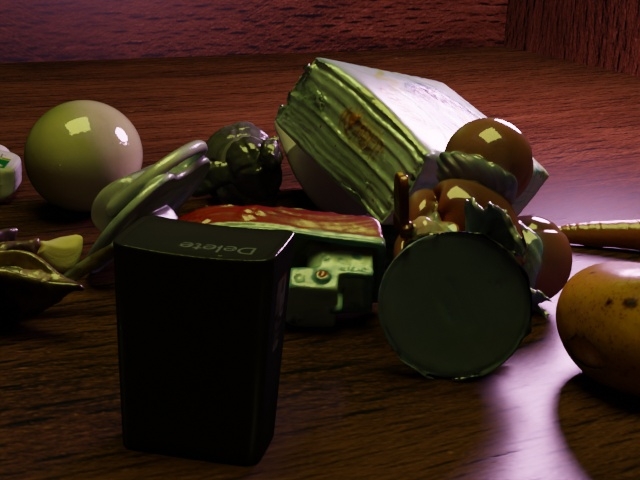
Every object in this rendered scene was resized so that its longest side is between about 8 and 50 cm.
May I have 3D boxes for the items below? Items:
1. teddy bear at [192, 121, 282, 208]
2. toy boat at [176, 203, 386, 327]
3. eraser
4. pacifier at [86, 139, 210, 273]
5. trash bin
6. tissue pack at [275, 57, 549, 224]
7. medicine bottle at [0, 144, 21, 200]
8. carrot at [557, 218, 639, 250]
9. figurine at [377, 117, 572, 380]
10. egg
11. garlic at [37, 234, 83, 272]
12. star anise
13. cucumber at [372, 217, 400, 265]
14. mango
[{"bbox_3d":[-0.141,-0.110,2.296,0.171,0.144,0.251,-19,17,-1],"label":"teddy bear"},{"bbox_3d":[-0.080,0.043,1.777,0.331,0.145,0.133,3,44,1],"label":"toy boat"},{"bbox_3d":[0.000,-0.136,2.352,0.095,0.174,0.270,-39,17,4],"label":"eraser"},{"bbox_3d":[-0.211,-0.018,1.940,0.207,0.227,0.279,46,24,3],"label":"pacifier"},{"bbox_3d":[-0.122,0.102,1.375,0.165,0.225,0.115,6,16,10],"label":"trash bin"},{"bbox_3d":[0.154,-0.152,2.183,0.287,0.162,0.388,44,24,28],"label":"tissue pack"},{"bbox_3d":[-0.581,-0.118,2.330,0.119,0.069,0.183,0,15,-3],"label":"medicine bottle"},{"bbox_3d":[0.518,-0.007,2.202,0.336,0.069,0.069,-1,15,9],"label":"carrot"},{"bbox_3d":[0.199,0.009,1.761,0.248,0.277,0.388,-19,11,9],"label":"figurine"},{"bbox_3d":[-0.392,-0.142,2.238,0.186,0.186,0.241,7,13,11],"label":"egg"},{"bbox_3d":[-0.373,0.020,1.918,0.041,0.053,0.083,12,10,33],"label":"garlic"},{"bbox_3d":[-0.446,0.058,1.690,0.292,0.109,0.349,20,33,27],"label":"star anise"},{"bbox_3d":[0.000,0.000,2.059,0.244,0.063,0.115,-3,17,-17],"label":"cucumber"},{"bbox_3d":[0.386,0.100,1.624,0.191,0.160,0.290,-12,16,-17],"label":"mango"}]
